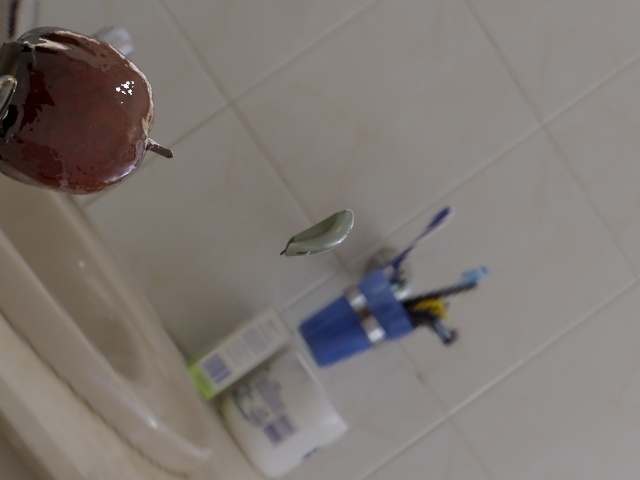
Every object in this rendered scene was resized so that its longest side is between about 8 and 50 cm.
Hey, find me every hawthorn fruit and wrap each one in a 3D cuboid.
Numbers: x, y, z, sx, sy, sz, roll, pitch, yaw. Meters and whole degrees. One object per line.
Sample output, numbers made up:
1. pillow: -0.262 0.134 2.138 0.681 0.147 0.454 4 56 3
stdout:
1. hawthorn fruit: -0.301 -0.156 1.506 0.249 0.215 0.215 16 4 -8

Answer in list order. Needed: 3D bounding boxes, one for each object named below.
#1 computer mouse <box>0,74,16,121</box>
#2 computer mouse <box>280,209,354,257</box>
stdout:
1. computer mouse: -0.401 -0.104 1.306 0.045 0.199 0.102 50 -9 -22
2. computer mouse: 0.000 0.000 1.565 0.032 0.110 0.056 58 -10 21
